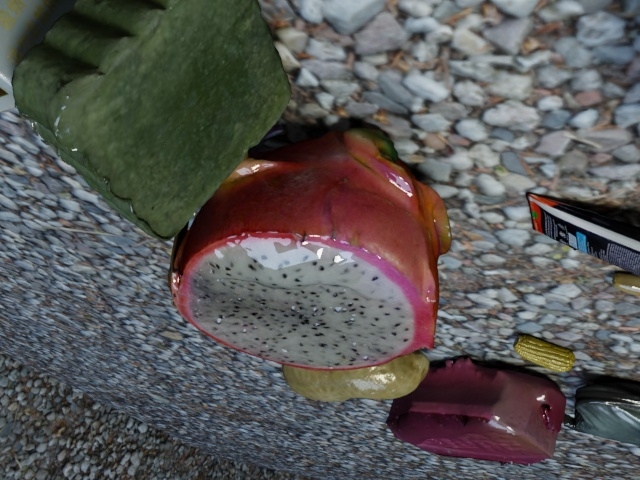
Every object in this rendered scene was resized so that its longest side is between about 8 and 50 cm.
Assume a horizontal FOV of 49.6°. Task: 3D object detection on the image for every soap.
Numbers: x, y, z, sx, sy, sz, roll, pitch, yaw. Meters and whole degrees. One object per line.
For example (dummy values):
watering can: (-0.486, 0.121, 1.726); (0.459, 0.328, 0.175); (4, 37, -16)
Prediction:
soap: (0.264, 0.294, 1.179); (0.220, 0.127, 0.324); (32, 149, -32)

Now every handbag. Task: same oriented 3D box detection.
handbag: (0.539, 0.275, 1.039); (0.332, 0.075, 0.192); (2, 153, 21)

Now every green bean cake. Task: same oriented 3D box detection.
green bean cake: (-0.123, -0.115, 0.538); (0.094, 0.185, 0.183); (27, 161, 25)

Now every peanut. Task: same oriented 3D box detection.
peanut: (0.053, 0.204, 1.141); (0.253, 0.122, 0.137); (-9, 153, 35)

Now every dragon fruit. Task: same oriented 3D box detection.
dragon fruit: (0.000, 0.000, 0.716); (0.290, 0.189, 0.291); (7, 148, 5)

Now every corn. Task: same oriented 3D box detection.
corn: (0.317, 0.161, 0.983); (0.092, 0.037, 0.037); (23, 154, -4)

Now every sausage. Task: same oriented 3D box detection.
sausage: (0.386, 0.057, 0.752); (0.132, 0.024, 0.024); (10, 153, 13)

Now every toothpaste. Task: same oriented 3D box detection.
toothpaste: (0.285, 0.003, 0.657); (0.193, 0.045, 0.071); (26, 162, 36)

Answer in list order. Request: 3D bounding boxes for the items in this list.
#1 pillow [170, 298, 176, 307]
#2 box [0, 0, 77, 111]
pillow: (-0.120, 0.094, 1.075); (0.179, 0.075, 0.171); (27, 147, -24)
box: (-0.275, -0.222, 0.465); (0.067, 0.155, 0.243); (-6, 147, 36)
